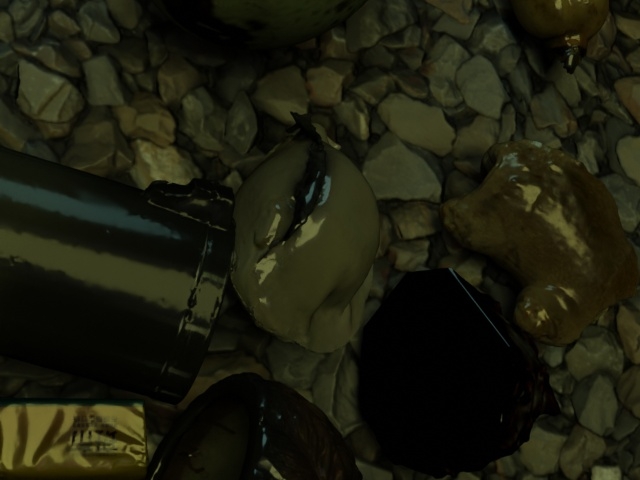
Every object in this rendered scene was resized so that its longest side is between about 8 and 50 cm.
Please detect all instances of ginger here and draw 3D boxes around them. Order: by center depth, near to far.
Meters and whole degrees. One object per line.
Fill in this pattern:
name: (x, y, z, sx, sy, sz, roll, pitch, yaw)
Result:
ginger: (0.273, 0.010, 1.219, 0.275, 0.130, 0.221, 22, 80, -8)

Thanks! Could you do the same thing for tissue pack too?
tissue pack: (-0.254, 0.197, 0.972, 0.169, 0.120, 0.082, 2, 75, -11)

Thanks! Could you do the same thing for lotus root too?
lotus root: (0.316, -0.326, 1.319, 0.125, 0.118, 0.221, -17, 86, 10)

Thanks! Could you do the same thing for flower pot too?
flower pot: (-0.025, 0.301, 0.979, 0.267, 0.266, 0.267, 32, 68, -21)

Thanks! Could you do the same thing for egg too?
egg: (-0.043, -0.375, 1.108, 0.287, 0.287, 0.379, 45, 55, -5)

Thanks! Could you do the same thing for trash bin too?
trash bin: (-0.256, 0.024, 0.979, 0.301, 0.203, 0.252, 18, 106, -14)

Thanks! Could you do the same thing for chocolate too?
chocolate: (0.178, 0.165, 1.133, 0.177, 0.206, 0.224, 13, 32, -41)

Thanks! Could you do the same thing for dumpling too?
dumpling: (0.004, -0.012, 1.093, 0.204, 0.163, 0.293, 31, 46, -11)
